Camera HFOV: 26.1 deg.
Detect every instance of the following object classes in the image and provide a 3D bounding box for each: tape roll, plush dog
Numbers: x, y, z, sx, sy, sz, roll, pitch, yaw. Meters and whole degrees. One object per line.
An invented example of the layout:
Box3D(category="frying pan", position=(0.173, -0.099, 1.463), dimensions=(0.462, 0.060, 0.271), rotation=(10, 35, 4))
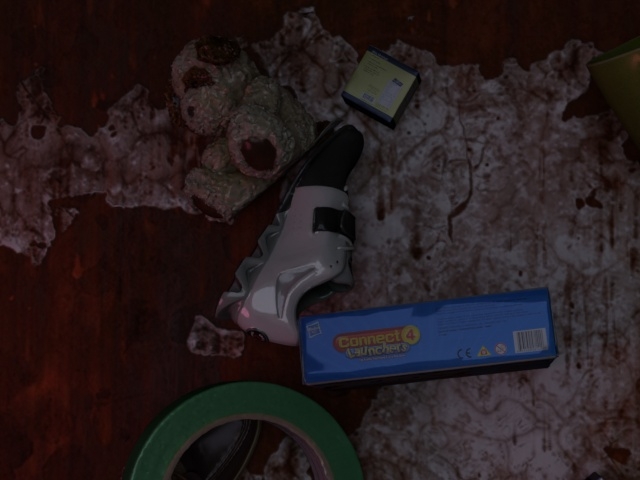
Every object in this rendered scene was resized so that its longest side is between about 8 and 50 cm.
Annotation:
Box3D(category="tape roll", position=(-0.102, 0.346, 1.831), dimensions=(0.321, 0.077, 0.321), rotation=(1, 85, -15))
Box3D(category="plush dog", position=(-0.114, -0.186, 1.920), dimensions=(0.210, 0.262, 0.225), rotation=(-40, 89, -32))

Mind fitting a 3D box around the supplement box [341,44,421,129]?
Box3D(category="supplement box", position=(0.087, -0.216, 1.959), dimensions=(0.083, 0.056, 0.083), rotation=(30, 88, 10))

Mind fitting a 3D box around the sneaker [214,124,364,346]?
Box3D(category="sneaker", position=(0.000, 0.000, 1.896), dimensions=(0.146, 0.122, 0.331), rotation=(27, 76, 10))

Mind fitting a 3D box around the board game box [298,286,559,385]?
Box3D(category="board game box", position=(0.144, 0.133, 1.785), dimensions=(0.308, 0.302, 0.086), rotation=(-7, 82, 6))

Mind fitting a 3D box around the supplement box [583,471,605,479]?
Box3D(category="supplement box", position=(0.296, 0.409, 1.819), dimensions=(0.239, 0.130, 0.073), rotation=(-39, 80, 2))

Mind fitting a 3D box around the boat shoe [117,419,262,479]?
Box3D(category="boat shoe", position=(-0.217, 0.340, 1.897), dimensions=(0.342, 0.123, 0.123), rotation=(-44, 80, 1))

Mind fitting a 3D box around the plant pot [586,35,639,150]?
Box3D(category="plant pot", position=(0.531, -0.151, 1.811), dimensions=(0.274, 0.275, 0.294), rotation=(-23, 96, 4))
